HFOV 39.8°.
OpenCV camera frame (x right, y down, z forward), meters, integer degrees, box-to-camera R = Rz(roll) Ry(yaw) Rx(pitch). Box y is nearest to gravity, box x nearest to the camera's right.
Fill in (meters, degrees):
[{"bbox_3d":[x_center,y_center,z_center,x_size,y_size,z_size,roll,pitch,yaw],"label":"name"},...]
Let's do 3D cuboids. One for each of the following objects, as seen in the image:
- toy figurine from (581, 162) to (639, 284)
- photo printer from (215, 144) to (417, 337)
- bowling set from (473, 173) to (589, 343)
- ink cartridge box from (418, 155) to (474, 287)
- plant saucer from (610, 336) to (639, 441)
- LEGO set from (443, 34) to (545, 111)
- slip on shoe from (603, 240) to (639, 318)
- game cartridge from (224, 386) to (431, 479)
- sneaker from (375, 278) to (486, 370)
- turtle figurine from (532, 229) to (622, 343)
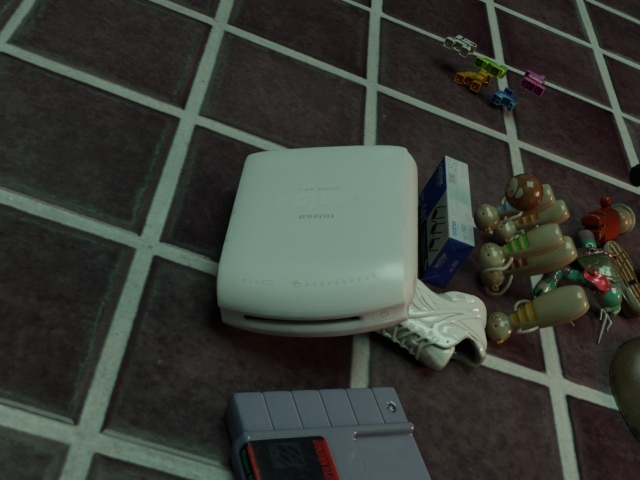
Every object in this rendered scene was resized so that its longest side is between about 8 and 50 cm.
[{"bbox_3d":[0.590,-0.027,1.533,0.148,0.209,0.213,-12,54,-46],"label":"toy figurine"},{"bbox_3d":[0.000,0.000,1.162,0.256,0.107,0.308,-1,41,8],"label":"photo printer"},{"bbox_3d":[0.285,-0.011,1.328,0.200,0.154,0.287,57,24,-28],"label":"bowling set"},{"bbox_3d":[0.195,-0.033,1.387,0.046,0.097,0.207,20,39,-11],"label":"ink cartridge box"},{"bbox_3d":[0.591,0.259,1.353,0.310,0.050,0.311,17,41,-16],"label":"plant saucer"},{"bbox_3d":[0.359,-0.344,1.839,0.227,0.087,0.093,33,36,14],"label":"LEGO set"},{"bbox_3d":[0.507,0.067,1.488,0.051,0.041,0.135,-11,69,-39],"label":"slip on shoe"},{"bbox_3d":[0.039,0.316,0.949,0.230,0.068,0.355,6,44,-32],"label":"game cartridge"},{"bbox_3d":[0.135,0.118,1.198,0.232,0.090,0.115,11,46,-20],"label":"sneaker"},{"bbox_3d":[0.427,0.061,1.418,0.175,0.118,0.234,26,28,-21],"label":"turtle figurine"}]
